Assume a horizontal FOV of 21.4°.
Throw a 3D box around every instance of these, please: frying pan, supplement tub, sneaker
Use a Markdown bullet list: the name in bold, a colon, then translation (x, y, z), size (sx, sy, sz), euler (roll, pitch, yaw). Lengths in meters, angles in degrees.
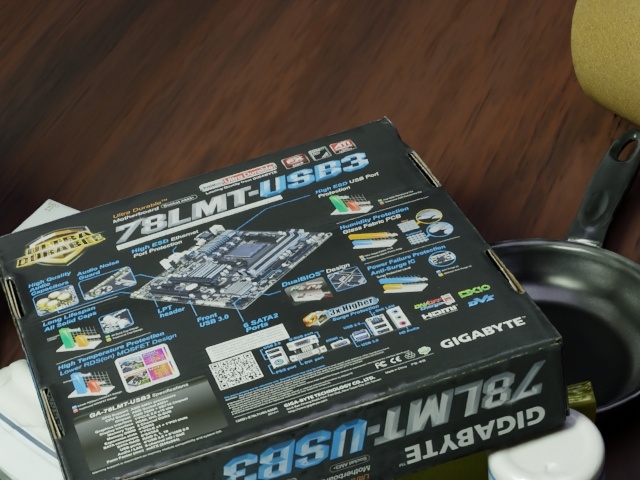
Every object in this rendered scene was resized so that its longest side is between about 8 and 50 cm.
- **frying pan**: translation (0.151, 0.028, 1.217), size (0.197, 0.053, 0.326), euler (-2, 35, 5)
- **supplement tub**: translation (0.138, 0.158, 1.031), size (0.071, 0.107, 0.071), euler (-5, 42, 5)
- **sneaker**: translation (-0.153, 0.147, 1.101), size (0.091, 0.094, 0.258), euler (-39, 49, -24)

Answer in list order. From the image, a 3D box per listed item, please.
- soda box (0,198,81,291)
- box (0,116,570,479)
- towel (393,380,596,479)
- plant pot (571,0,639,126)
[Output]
- **soda box**: translation (-0.131, 0.047, 1.224), size (0.216, 0.074, 0.069), euler (21, 50, 28)
- **box**: translation (-0.038, 0.051, 1.068), size (0.296, 0.073, 0.293), euler (-17, 33, -12)
- **towel**: translation (0.055, 0.134, 1.077), size (0.237, 0.102, 0.021), euler (-7, 56, 1)
- **plant pot**: translation (0.327, -0.153, 1.281), size (0.254, 0.237, 0.237), euler (11, 43, 39)
